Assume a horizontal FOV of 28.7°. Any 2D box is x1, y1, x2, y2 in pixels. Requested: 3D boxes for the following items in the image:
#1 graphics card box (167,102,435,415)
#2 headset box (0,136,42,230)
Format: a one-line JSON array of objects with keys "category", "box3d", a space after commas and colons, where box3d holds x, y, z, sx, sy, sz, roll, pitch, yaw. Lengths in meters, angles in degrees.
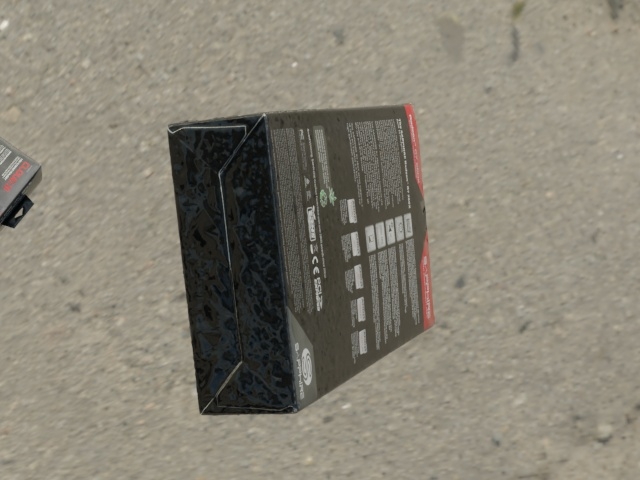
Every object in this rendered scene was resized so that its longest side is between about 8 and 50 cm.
[{"category": "graphics card box", "box3d": [0.000, 0.000, 1.101, 0.371, 0.094, 0.233, -21, 106, -68]}, {"category": "headset box", "box3d": [-0.218, -0.038, 0.778, 0.083, 0.032, 0.062, 35, 70, 1]}]
